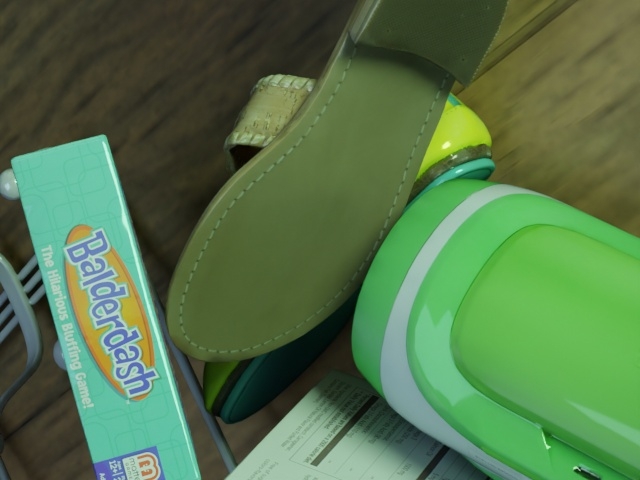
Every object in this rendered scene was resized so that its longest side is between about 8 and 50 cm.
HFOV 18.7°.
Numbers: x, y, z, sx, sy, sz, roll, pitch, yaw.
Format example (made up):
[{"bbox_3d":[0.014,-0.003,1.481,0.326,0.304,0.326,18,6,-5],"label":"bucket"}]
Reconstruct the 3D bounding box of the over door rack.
[{"bbox_3d":[-0.141,0.141,1.146,0.324,0.108,0.239,55,133,10],"label":"over door rack"}]

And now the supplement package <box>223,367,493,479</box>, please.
[{"bbox_3d":[0.068,0.224,0.900,0.263,0.198,0.199,20,119,17],"label":"supplement package"}]

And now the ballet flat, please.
[{"bbox_3d":[0.000,0.000,0.995,0.077,0.077,0.231,54,125,17],"label":"ballet flat"}]

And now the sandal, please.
[{"bbox_3d":[0.003,-0.054,0.912,0.240,0.088,0.079,-56,28,19],"label":"sandal"}]

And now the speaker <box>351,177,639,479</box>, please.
[{"bbox_3d":[0.161,0.079,0.851,0.296,0.131,0.131,28,123,30],"label":"speaker"}]

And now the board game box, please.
[{"bbox_3d":[-0.099,0.048,0.937,0.210,0.047,0.160,115,139,-82],"label":"board game box"}]
